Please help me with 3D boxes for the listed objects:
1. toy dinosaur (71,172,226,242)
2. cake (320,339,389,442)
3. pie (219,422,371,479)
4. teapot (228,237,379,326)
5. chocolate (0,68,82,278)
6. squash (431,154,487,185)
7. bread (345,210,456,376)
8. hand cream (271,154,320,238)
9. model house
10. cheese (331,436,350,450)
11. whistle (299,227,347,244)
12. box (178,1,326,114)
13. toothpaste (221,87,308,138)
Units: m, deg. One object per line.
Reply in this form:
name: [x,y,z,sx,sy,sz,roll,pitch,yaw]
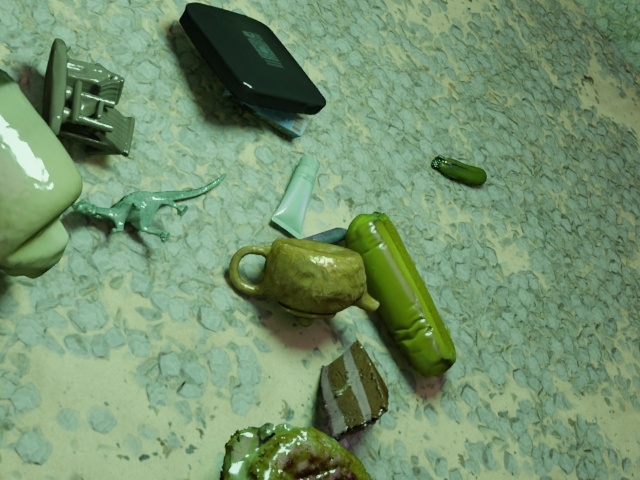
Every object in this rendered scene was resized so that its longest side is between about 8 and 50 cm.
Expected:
toy dinosaur: [-0.288,-0.055,1.794,0.129,0.076,0.383,44,30,27]
cake: [0.070,0.297,1.768,0.112,0.116,0.295,57,6,-11]
pie: [-0.029,0.465,1.583,0.355,0.103,0.288,41,52,-15]
teapot: [-0.030,0.090,1.876,0.311,0.203,0.167,9,98,-13]
chocolate: [-0.526,-0.065,1.432,0.297,0.314,0.326,56,41,-1]
squash: [0.365,-0.181,2.465,0.183,0.052,0.052,17,53,-33]
bread: [0.167,0.117,2.047,0.383,0.112,0.166,62,15,5]
hand cream: [-0.049,-0.099,2.057,0.078,0.050,0.204,37,49,-24]
model house: [-0.433,-0.251,1.770,0.188,0.122,0.229,19,49,-34]
cheese: [-0.024,0.429,1.722,0.255,0.050,0.127,-30,84,-47]
whistle: [0.000,0.000,2.042,0.176,0.033,0.033,-19,76,-45]
box: [-0.146,-0.392,2.080,0.290,0.073,0.289,0,48,-54]
toothpaste: [-0.128,-0.292,2.118,0.193,0.070,0.044,29,77,-23]
